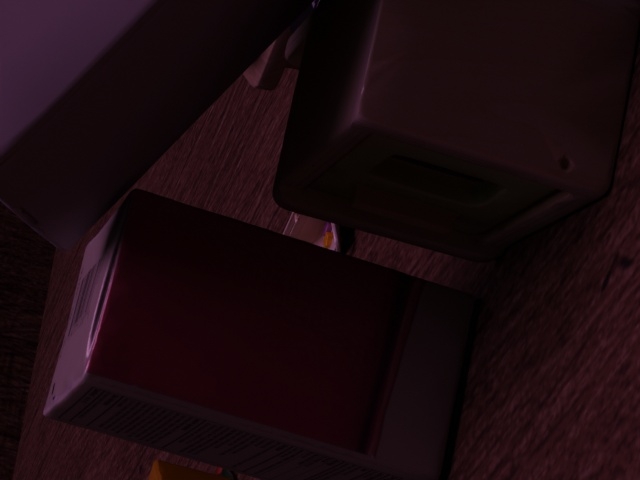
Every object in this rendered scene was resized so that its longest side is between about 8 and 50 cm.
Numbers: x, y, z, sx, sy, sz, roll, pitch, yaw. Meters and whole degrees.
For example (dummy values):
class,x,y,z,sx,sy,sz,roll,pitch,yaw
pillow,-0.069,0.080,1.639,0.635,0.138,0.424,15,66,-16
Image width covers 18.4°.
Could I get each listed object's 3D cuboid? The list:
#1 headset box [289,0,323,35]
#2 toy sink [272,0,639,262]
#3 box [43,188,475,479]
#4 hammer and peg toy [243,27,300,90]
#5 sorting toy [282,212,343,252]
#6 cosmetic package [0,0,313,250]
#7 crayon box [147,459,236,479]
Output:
class,x,y,z,sx,sy,sz,roll,pitch,yaw
headset box,0.071,-0.261,1.427,0.283,0.131,0.246,-103,33,-65
toy sink,0.066,-0.073,1.183,0.234,0.152,0.131,148,136,-69
box,-0.041,0.074,1.258,0.148,0.232,0.127,142,144,-67
hammer and peg toy,-0.071,-0.346,1.899,0.266,0.127,0.361,-65,35,29
sorting toy,0.000,0.000,1.604,0.075,0.044,0.083,-106,34,-53
cosmetic package,-0.086,-0.192,1.140,0.385,0.156,0.217,-44,-11,-7
crayon box,-0.120,0.312,1.623,0.318,0.081,0.202,-131,58,-75
